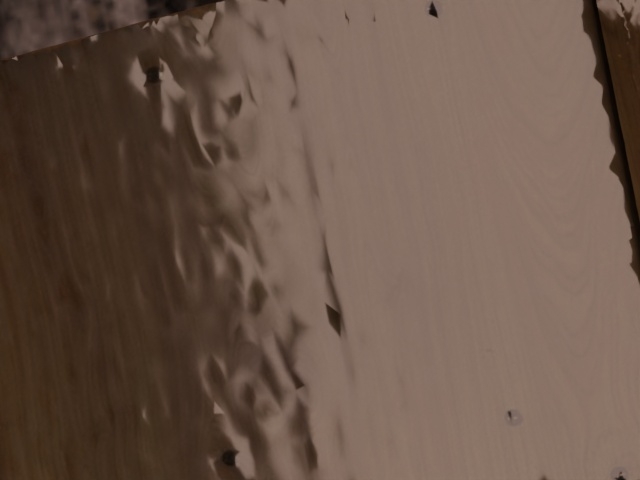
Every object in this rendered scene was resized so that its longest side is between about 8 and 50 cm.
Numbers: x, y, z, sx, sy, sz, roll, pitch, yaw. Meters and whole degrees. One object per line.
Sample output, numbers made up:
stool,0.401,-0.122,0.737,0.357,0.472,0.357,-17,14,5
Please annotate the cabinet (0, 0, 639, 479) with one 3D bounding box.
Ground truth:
cabinet,0.000,0.000,0.475,0.215,0.175,0.148,-11,90,20
